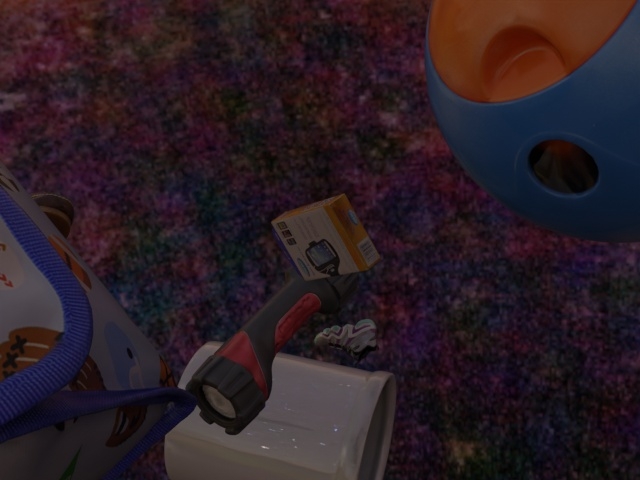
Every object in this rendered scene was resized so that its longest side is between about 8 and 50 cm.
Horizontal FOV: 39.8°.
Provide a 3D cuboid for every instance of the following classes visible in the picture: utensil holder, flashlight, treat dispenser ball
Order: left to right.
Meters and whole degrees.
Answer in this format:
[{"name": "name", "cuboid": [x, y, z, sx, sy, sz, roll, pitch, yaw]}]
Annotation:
[{"name": "flashlight", "cuboid": [-0.052, 0.130, 1.217, 0.103, 0.103, 0.304, 18, 43, 31]}, {"name": "utensil holder", "cuboid": [-0.071, 0.383, 1.765, 0.385, 0.328, 0.328, 11, 33, 16]}, {"name": "treat dispenser ball", "cuboid": [0.221, -0.142, 0.653, 0.288, 0.288, 0.288, -6, 28, 3]}]

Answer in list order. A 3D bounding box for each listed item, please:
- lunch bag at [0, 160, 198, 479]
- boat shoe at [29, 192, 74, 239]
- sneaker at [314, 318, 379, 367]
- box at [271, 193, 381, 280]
[{"name": "lunch bag", "cuboid": [-0.266, 0.025, 0.448, 0.239, 0.385, 0.328, -44, 77, -1]}, {"name": "boat shoe", "cuboid": [-0.363, -0.023, 1.095, 0.207, 0.073, 0.073, -22, 44, 44]}, {"name": "sneaker", "cuboid": [0.041, 0.163, 1.339, 0.098, 0.038, 0.069, -17, 59, 9]}, {"name": "box", "cuboid": [0.000, 0.000, 0.962, 0.028, 0.081, 0.136, -36, 13, -30]}]
